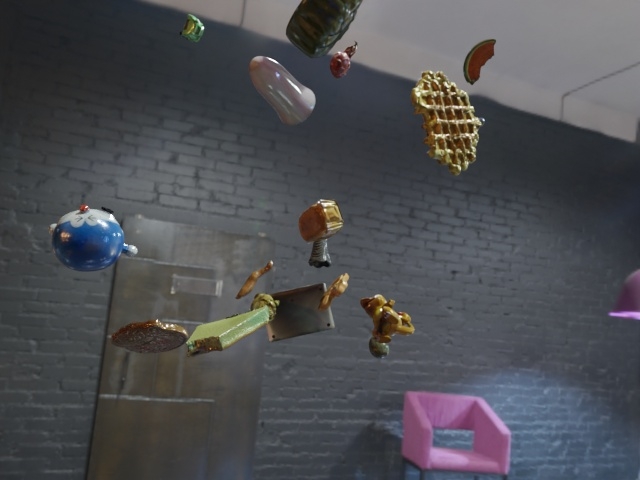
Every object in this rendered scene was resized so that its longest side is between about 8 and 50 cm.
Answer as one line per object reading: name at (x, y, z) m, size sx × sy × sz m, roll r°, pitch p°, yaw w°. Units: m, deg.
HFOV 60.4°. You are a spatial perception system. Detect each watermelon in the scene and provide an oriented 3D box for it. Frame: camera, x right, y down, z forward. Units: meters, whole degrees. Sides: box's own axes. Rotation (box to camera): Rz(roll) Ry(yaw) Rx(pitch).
watermelon at (0.228, 0.414, 2.151) m, size 0.078 × 0.078 × 0.111 m, roll 7°, pitch 32°, yaw -11°

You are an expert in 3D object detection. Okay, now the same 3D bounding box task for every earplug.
earplug at (-0.169, -0.593, 2.111) m, size 0.172 × 0.173 × 0.301 m, roll 0°, pitch -21°, yaw 33°

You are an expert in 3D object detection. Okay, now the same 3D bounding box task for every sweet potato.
sweet potato at (-0.230, 0.135, 1.885) m, size 0.044 × 0.179 × 0.044 m, roll 36°, pitch -21°, yaw 17°

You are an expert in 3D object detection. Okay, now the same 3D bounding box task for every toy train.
toy train at (-0.531, -0.888, 2.315) m, size 0.081 × 0.099 × 0.149 m, roll 24°, pitch 7°, yaw 9°

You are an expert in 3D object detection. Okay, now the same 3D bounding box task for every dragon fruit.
dragon fruit at (0.103, -0.830, 2.497) m, size 0.094 × 0.191 × 0.094 m, roll 29°, pitch 0°, yaw 0°

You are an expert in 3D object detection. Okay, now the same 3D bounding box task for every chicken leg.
chicken leg at (-0.209, 0.240, 2.041) m, size 0.088 × 0.103 × 0.228 m, roll 37°, pitch 12°, yaw -13°

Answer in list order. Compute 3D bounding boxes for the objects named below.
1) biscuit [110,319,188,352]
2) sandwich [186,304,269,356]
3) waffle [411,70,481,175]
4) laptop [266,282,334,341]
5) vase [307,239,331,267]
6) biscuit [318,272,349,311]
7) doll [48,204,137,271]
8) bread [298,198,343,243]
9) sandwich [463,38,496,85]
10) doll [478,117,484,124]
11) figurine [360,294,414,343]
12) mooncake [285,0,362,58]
biscuit at (-0.671, 0.389, 2.176) m, size 0.272 × 0.049 × 0.257 m, roll -25°, pitch -36°, yaw 24°
sandwich at (-0.280, 0.287, 1.699) m, size 0.244 × 0.063 × 0.212 m, roll -18°, pitch 9°, yaw 2°
waffle at (0.329, -0.315, 1.451) m, size 0.291 × 0.292 × 0.051 m, roll 11°, pitch -19°, yaw -35°
laptop at (-0.092, 0.282, 2.150) m, size 0.268 × 0.188 × 0.015 m, roll -13°, pitch 1°, yaw 6°
vase at (0.000, 0.000, 2.531) m, size 0.115 × 0.238 × 0.115 m, roll 2°, pitch -20°, yaw 1°
biscuit at (0.050, 0.182, 2.019) m, size 0.040 × 0.144 × 0.236 m, roll 47°, pitch 10°, yaw -6°
doll at (-0.569, -0.001, 1.381) m, size 0.215 × 0.161 × 0.257 m, roll 9°, pitch -5°, yaw -19°
bread at (-0.007, -0.073, 2.228) m, size 0.106 × 0.136 × 0.241 m, roll -14°, pitch -7°, yaw -27°
sandwich at (0.447, -0.515, 1.565) m, size 0.067 × 0.135 × 0.029 m, roll 26°, pitch 20°, yaw -8°
doll at (0.536, -0.408, 1.993) m, size 0.125 × 0.037 × 0.027 m, roll -24°, pitch -50°, yaw 25°
figurine at (0.181, 0.200, 1.458) m, size 0.122 × 0.122 × 0.176 m, roll 11°, pitch 19°, yaw -21°
mooncake at (0.024, -0.885, 2.168) m, size 0.187 × 0.351 × 0.351 m, roll 41°, pitch -16°, yaw -8°
